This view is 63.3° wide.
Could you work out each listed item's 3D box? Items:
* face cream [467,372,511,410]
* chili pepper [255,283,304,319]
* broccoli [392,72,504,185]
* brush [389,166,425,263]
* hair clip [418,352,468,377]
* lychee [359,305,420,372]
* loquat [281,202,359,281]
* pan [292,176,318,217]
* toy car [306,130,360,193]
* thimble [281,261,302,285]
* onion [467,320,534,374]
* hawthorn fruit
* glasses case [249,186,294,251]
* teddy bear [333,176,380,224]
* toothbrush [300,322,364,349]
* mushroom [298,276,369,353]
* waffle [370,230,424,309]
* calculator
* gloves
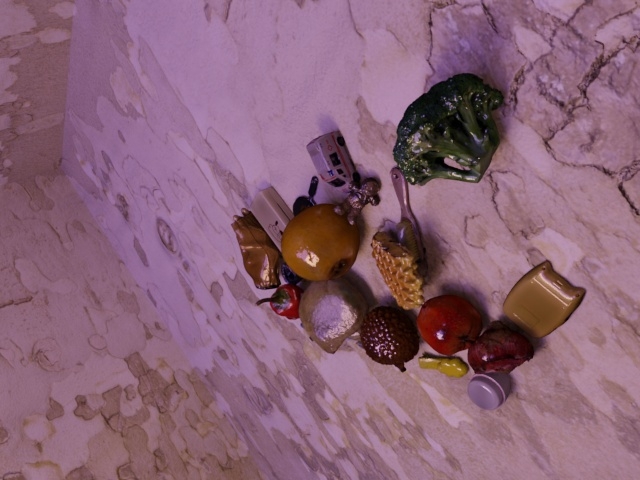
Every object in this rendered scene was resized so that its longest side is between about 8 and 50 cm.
[{"bbox_3d":[0.513,0.447,1.576,0.117,0.104,0.117,27,132,35],"label":"face cream"},{"bbox_3d":[-0.123,0.229,1.999,0.131,0.134,0.338,14,169,15],"label":"chili pepper"},{"bbox_3d":[0.307,-0.256,1.255,0.246,0.265,0.294,31,111,13],"label":"broccoli"},{"bbox_3d":[0.252,-0.068,1.580,0.072,0.067,0.312,4,114,48],"label":"brush"},{"bbox_3d":[0.406,0.412,1.722,0.173,0.046,0.072,5,121,44],"label":"hair clip"},{"bbox_3d":[0.235,0.336,1.750,0.200,0.200,0.238,-17,93,51],"label":"lychee"},{"bbox_3d":[0.000,0.000,1.747,0.275,0.275,0.274,27,131,36],"label":"loquat"},{"bbox_3d":[-0.046,-0.135,1.893,0.136,0.028,0.235,38,137,25],"label":"pan"},{"bbox_3d":[0.040,-0.240,1.667,0.090,0.108,0.209,-15,103,49],"label":"toy car"},{"bbox_3d":[-0.107,0.129,2.098,0.095,0.066,0.104,17,128,42],"label":"thimble"},{"bbox_3d":[0.503,0.302,1.469,0.184,0.184,0.146,-45,41,51],"label":"onion"},{"bbox_3d":[0.373,0.241,1.557,0.200,0.179,0.179,36,138,51],"label":"hawthorn fruit"},{"bbox_3d":[-0.148,-0.053,2.024,0.312,0.070,0.131,53,141,9],"label":"glasses case"},{"bbox_3d":[0.124,-0.135,1.654,0.119,0.078,0.160,38,106,-16],"label":"teddy bear"},{"bbox_3d":[0.053,0.382,2.102,0.414,0.042,0.035,6,118,48],"label":"toothbrush"},{"bbox_3d":[0.049,0.266,1.868,0.292,0.218,0.212,51,161,4],"label":"mushroom"},{"bbox_3d":[0.229,0.085,1.598,0.309,0.065,0.283,92,155,-65],"label":"waffle"},{"bbox_3d":[0.582,0.171,1.386,0.157,0.033,0.236,42,140,20],"label":"calculator"},{"bbox_3d":[-0.255,0.033,2.120,0.203,0.156,0.356,11,125,67],"label":"gloves"}]
